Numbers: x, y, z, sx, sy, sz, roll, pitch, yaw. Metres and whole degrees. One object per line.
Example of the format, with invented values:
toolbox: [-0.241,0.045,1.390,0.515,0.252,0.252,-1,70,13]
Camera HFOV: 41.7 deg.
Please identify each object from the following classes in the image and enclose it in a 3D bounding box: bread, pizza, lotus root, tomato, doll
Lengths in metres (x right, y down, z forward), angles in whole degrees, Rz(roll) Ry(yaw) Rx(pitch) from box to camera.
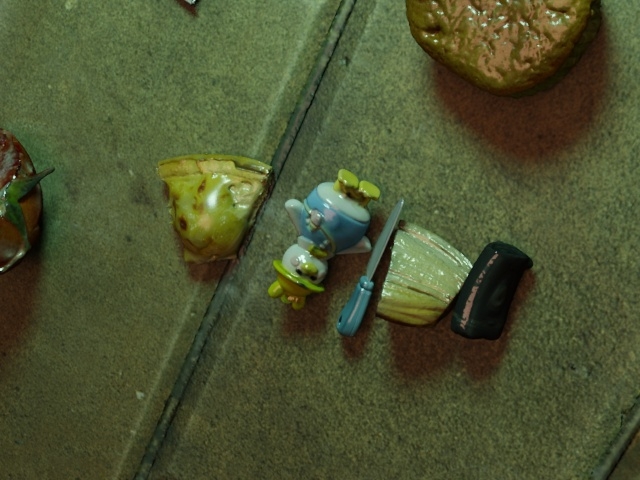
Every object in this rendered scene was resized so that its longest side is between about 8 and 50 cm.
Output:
bread: [0.250,-0.324,1.143,0.253,0.142,0.227,44,118,9]
pizza: [-0.169,-0.056,1.380,0.204,0.080,0.188,-8,94,21]
lotus root: [0.146,0.068,1.269,0.135,0.095,0.159,25,65,13]
tomato: [-0.613,-0.046,1.515,0.308,0.170,0.309,-11,57,18]
doll: [0.001,0.001,1.310,0.099,0.135,0.241,45,112,41]

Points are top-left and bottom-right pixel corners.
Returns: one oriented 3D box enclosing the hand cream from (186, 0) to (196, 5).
hand cream: [-0.169,-0.503,1.338,0.084,0.050,0.257,42,116,14]

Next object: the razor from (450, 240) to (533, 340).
razor: [0.247,0.074,1.225,0.054,0.090,0.148,38,114,49]

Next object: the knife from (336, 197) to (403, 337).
knife: [0.079,0.040,1.305,0.032,0.058,0.244,19,106,-7]
